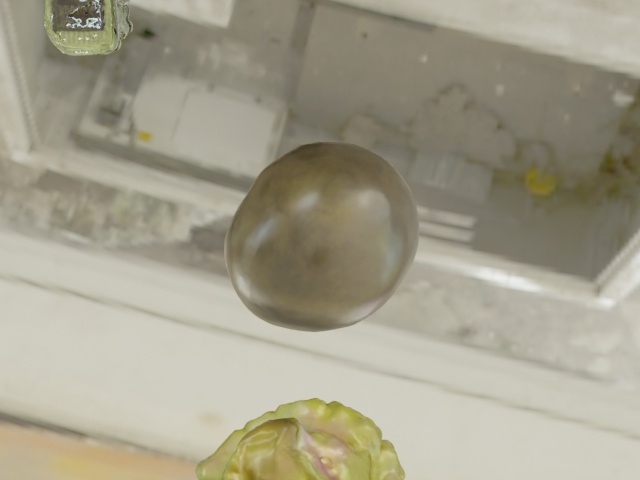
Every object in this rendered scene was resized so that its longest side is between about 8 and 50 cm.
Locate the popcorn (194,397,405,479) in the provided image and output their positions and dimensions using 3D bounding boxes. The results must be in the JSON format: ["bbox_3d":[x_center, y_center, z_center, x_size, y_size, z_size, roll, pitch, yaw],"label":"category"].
[{"bbox_3d":[-0.015,0.166,0.971,0.145,0.125,0.126,-17,173,-18],"label":"popcorn"}]

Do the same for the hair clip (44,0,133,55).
[{"bbox_3d":[-0.290,-0.388,1.862,0.138,0.091,0.321,3,113,30],"label":"hair clip"}]

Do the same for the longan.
[{"bbox_3d":[0.000,0.000,1.367,0.167,0.167,0.187,35,139,-27],"label":"longan"}]
